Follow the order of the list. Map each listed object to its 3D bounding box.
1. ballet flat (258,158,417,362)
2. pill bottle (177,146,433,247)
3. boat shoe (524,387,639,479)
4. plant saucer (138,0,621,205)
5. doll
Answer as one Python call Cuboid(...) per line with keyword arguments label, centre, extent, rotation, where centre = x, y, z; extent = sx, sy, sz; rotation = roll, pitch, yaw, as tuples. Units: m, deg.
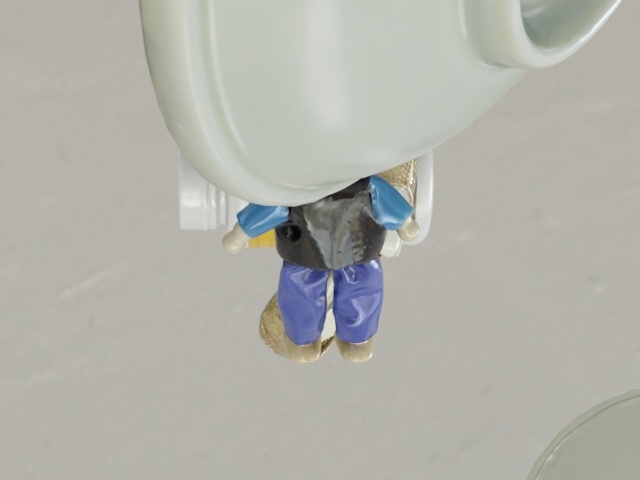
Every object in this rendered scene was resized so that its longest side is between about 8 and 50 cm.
Cuboid(label="ballet flat", centre=(0.028, 0.011, 1.394), extent=(0.073, 0.206, 0.067), rotation=(21, -166, -42))
Cuboid(label="pill bottle", centre=(-0.015, -0.052, 1.528), extent=(0.215, 0.117, 0.117), rotation=(-1, -131, -4))
Cuboid(label="boat shoe", centre=(0.229, 0.271, 1.602), extent=(0.116, 0.099, 0.319), rotation=(30, -108, 28))
Cuboid(label="plant saucer", centre=(0.083, -0.182, 0.696), extent=(0.101, 0.400, 0.400), rotation=(26, -137, 20))
Cuboid(label="doll", centre=(0.000, 0.000, 1.162), extent=(0.129, 0.189, 0.046), rotation=(0, -141, -1))
